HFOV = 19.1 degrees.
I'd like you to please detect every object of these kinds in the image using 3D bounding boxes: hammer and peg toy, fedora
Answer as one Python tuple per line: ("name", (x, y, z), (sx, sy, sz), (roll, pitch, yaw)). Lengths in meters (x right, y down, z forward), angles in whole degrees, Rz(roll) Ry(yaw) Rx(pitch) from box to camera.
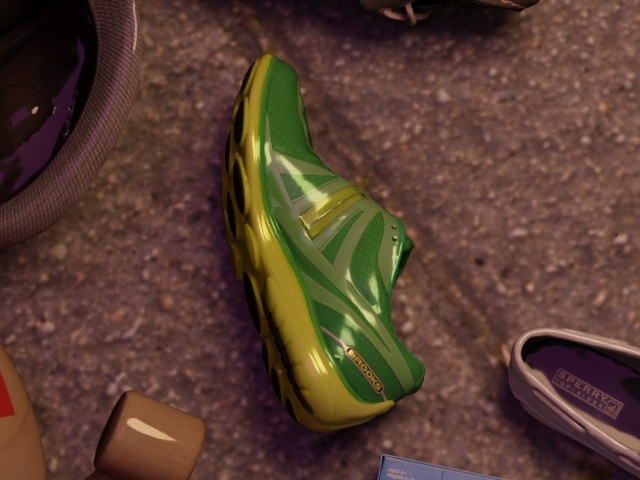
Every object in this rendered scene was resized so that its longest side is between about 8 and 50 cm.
("hammer and peg toy", (-0.144, 0.295, 1.277), (0.127, 0.266, 0.361), (21, 78, -6))
("fedora", (-0.239, -0.116, 1.463), (0.244, 0.124, 0.275), (23, 88, 18))

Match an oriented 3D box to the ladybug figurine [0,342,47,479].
("ladybug figurine", (-0.398, 0.127, 1.406), (0.449, 0.162, 0.305), (41, 85, 19))

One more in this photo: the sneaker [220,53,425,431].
("sneaker", (0.000, 0.000, 1.412), (0.123, 0.109, 0.295), (-8, 68, -18))

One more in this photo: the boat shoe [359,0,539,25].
("boat shoe", (0.012, -0.213, 1.461), (0.335, 0.112, 0.095), (21, 97, 21))

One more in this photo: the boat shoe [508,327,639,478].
("boat shoe", (0.246, 0.135, 1.323), (0.258, 0.084, 0.095), (20, 79, 16))

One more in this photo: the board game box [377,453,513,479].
("board game box", (0.099, 0.270, 1.337), (0.160, 0.039, 0.211), (10, 78, 13))
